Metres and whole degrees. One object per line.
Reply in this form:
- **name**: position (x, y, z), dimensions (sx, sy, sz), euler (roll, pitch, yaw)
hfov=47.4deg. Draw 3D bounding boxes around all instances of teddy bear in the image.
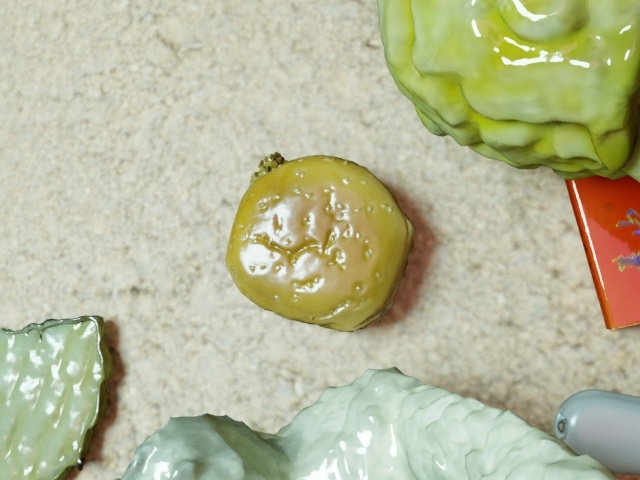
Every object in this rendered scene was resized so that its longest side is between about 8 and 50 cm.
- **teddy bear**: position (-0.025, 0.256, 0.458), dimensions (0.362, 0.375, 0.328), euler (-35, 110, -13)

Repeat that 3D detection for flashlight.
- **flashlight**: position (0.279, 0.152, 0.547), dimensions (0.200, 0.047, 0.093), euler (4, 84, 13)

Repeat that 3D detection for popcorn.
- **popcorn**: position (0.174, -0.165, 0.505), dimensions (0.237, 0.292, 0.293), euler (7, 84, 48)

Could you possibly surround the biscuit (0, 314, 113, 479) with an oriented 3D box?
- **biscuit**: position (-0.314, 0.159, 0.650), dimensions (0.273, 0.036, 0.187), euler (0, 84, 9)

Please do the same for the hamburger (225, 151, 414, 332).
- **hamburger**: position (0.000, 0.000, 0.592), dimensions (0.147, 0.083, 0.138), euler (19, 83, 8)

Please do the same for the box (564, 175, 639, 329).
- **box**: position (0.327, -0.023, 0.563), dimensions (0.245, 0.035, 0.139), euler (-13, 82, 7)
